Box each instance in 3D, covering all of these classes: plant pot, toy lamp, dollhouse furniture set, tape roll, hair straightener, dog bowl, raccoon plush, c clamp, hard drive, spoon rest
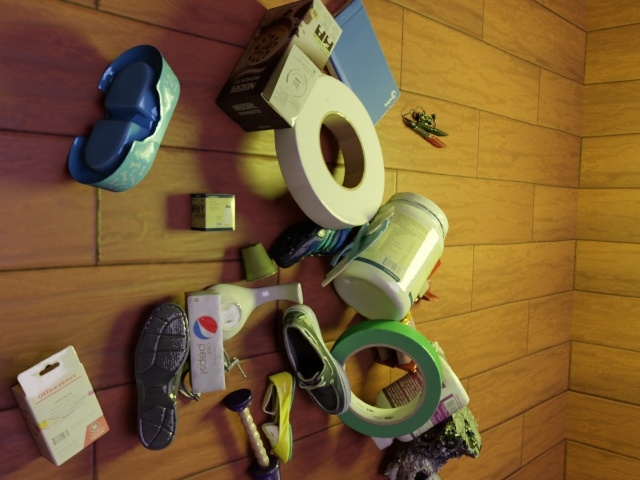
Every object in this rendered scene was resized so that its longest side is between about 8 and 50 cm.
[{"bbox_3d":[-0.155,0.049,1.515,0.083,0.083,0.079,-26,99,-43],"label":"plant pot"},{"bbox_3d":[-0.160,0.495,1.544,0.080,0.080,0.275,-33,115,-41],"label":"toy lamp"},{"bbox_3d":[0.298,0.204,1.953,0.374,0.152,0.201,-43,123,-36],"label":"dollhouse furniture set"},{"bbox_3d":[0.169,0.378,1.713,0.077,0.321,0.321,-54,138,-73],"label":"tape roll"},{"bbox_3d":[0.344,-0.376,2.041,0.230,0.047,0.089,18,80,-42],"label":"hair straightener"},{"bbox_3d":[-0.367,-0.227,1.200,0.074,0.165,0.297,37,67,-55],"label":"dog bowl"},{"bbox_3d":[0.334,0.594,2.062,0.216,0.299,0.447,43,27,-35],"label":"raccoon plush"},{"bbox_3d":[-0.256,0.310,1.448,0.160,0.022,0.137,-34,117,-29],"label":"c clamp"},{"bbox_3d":[0.032,-0.222,1.595,0.392,0.072,0.392,22,62,-48],"label":"tape roll"},{"bbox_3d":[0.109,-0.491,1.771,0.210,0.040,0.319,-51,127,-32],"label":"hard drive"},{"bbox_3d":[-0.179,0.157,1.505,0.276,0.084,0.137,-13,103,-32],"label":"spoon rest"}]

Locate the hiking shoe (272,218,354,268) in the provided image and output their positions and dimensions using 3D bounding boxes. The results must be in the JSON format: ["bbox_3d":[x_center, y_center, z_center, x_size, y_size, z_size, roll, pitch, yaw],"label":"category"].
[{"bbox_3d":[0.000,0.000,1.643,0.304,0.113,0.132,-41,121,-37],"label":"hiking shoe"}]

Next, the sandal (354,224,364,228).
[{"bbox_3d":[0.125,-0.135,1.791,0.060,0.090,0.219,24,72,-25],"label":"sandal"}]

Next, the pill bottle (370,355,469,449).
[{"bbox_3d":[0.272,0.487,1.862,0.301,0.169,0.169,-31,122,-1],"label":"pill bottle"}]

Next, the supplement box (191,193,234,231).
[{"bbox_3d":[-0.242,-0.064,1.417,0.083,0.056,0.083,-3,96,-47],"label":"supplement box"}]

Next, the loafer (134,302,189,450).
[{"bbox_3d":[-0.343,0.282,1.334,0.109,0.095,0.303,6,84,-17],"label":"loafer"}]

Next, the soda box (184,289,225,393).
[{"bbox_3d":[-0.254,0.219,1.379,0.073,0.069,0.216,-4,97,-18],"label":"soda box"}]

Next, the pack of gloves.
[{"bbox_3d":[0.087,-0.001,1.615,0.046,0.232,0.195,45,19,-8],"label":"pack of gloves"}]

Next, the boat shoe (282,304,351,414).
[{"bbox_3d":[-0.025,0.332,1.626,0.335,0.121,0.119,64,23,-16],"label":"boat shoe"}]

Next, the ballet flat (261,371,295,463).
[{"bbox_3d":[-0.112,0.451,1.603,0.077,0.077,0.231,6,86,-26],"label":"ballet flat"}]

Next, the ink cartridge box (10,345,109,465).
[{"bbox_3d":[-0.491,0.300,1.173,0.115,0.067,0.198,-32,117,-41],"label":"ink cartridge box"}]

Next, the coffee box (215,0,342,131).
[{"bbox_3d":[-0.095,-0.408,1.465,0.119,0.168,0.297,43,63,-40],"label":"coffee box"}]

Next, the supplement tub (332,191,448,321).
[{"bbox_3d":[0.205,0.043,1.779,0.325,0.235,0.235,-54,129,-29],"label":"supplement tub"}]
